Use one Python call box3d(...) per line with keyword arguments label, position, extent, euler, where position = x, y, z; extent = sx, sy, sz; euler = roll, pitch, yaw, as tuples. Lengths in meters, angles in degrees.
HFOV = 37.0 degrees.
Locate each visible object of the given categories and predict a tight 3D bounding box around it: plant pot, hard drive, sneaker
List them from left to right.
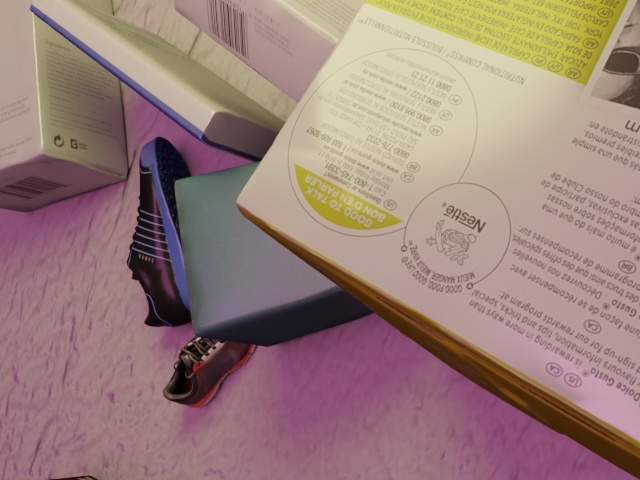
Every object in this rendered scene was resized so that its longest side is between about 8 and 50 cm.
box3d(label="sneaker", position=(-0.197, -0.008, 1.161), extent=(0.090, 0.081, 0.232), euler=(-21, 73, 22))
box3d(label="hard drive", position=(-0.159, -0.178, 1.082), extent=(0.319, 0.210, 0.040), euler=(37, 103, 32))
box3d(label="sneaker", position=(-0.128, 0.131, 1.104), extent=(0.061, 0.065, 0.158), euler=(39, 105, 31))
box3d(label="plant pot", position=(0.000, 0.000, 0.985), extent=(0.234, 0.166, 0.165), euler=(-16, 74, 22))

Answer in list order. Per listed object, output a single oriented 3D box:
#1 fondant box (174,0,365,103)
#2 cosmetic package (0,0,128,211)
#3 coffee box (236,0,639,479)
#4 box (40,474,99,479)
box3d(label="fondant box", position=(0.061, -0.258, 0.894), extent=(0.238, 0.330, 0.096), euler=(41, 148, 31))
box3d(label="cosmetic package", position=(-0.400, -0.252, 1.290), extent=(0.217, 0.156, 0.384), euler=(-14, 75, 31))
box3d(label="coffee box", position=(0.212, -0.033, 0.703), extent=(0.338, 0.337, 0.334), euler=(30, 86, 32))
box3d(label="box", position=(-0.239, 0.341, 1.065), extent=(0.293, 0.201, 0.057), euler=(13, 90, 34))
